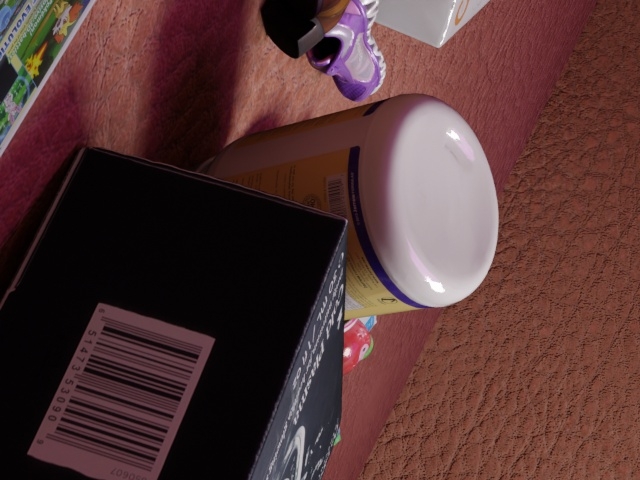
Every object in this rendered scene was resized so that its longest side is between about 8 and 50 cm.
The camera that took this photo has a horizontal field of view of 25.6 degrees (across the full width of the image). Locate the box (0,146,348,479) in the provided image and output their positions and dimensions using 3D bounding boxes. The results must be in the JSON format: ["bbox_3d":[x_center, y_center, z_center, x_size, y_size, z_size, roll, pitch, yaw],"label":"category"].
[{"bbox_3d":[-0.177,0.248,1.455,0.471,0.298,0.479,92,16,-59],"label":"box"}]

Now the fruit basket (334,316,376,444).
[{"bbox_3d":[0.010,0.222,2.404,0.353,0.165,0.327,-49,161,-19],"label":"fruit basket"}]

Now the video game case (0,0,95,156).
[{"bbox_3d":[-0.292,-0.142,1.063,0.329,0.036,0.300,-63,165,-17],"label":"video game case"}]

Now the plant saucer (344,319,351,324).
[{"bbox_3d":[-0.042,0.022,1.917,0.311,0.050,0.310,-18,131,-21],"label":"plant saucer"}]

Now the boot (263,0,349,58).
[{"bbox_3d":[0.054,-0.364,1.677,0.280,0.096,0.264,-46,165,-13],"label":"boot"}]

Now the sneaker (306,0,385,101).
[{"bbox_3d":[0.023,-0.260,1.920,0.104,0.095,0.236,-53,157,-22],"label":"sneaker"}]

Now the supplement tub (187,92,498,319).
[{"bbox_3d":[0.010,-0.024,1.629,0.241,0.331,0.241,17,68,-50],"label":"supplement tub"}]

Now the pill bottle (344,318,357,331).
[{"bbox_3d":[0.000,0.000,2.085,0.160,0.160,0.283,-53,160,-42],"label":"pill bottle"}]

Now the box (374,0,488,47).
[{"bbox_3d":[0.182,-0.451,2.016,0.345,0.168,0.215,-47,156,-54],"label":"box"}]
